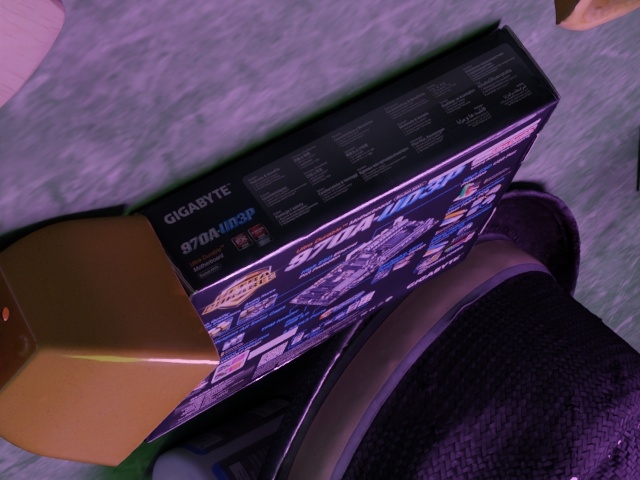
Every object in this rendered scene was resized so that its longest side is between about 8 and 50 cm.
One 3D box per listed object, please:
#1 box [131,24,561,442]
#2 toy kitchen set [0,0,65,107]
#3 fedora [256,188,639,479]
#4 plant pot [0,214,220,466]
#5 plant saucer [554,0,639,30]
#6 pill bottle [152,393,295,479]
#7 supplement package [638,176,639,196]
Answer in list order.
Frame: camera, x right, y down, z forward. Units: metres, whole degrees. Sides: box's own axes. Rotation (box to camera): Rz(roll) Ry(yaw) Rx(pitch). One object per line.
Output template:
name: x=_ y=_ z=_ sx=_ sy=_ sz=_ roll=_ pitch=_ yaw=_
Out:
box: x=0.000 y=0.000 z=0.938 sx=0.220 sy=0.051 sz=0.175 roll=-29 pitch=162 yaw=-24
toy kitchen set: x=-0.119 y=-0.134 z=0.320 sx=0.122 sy=0.166 sz=0.207 roll=30 pitch=76 yaw=-73
fedora: x=0.106 y=0.135 z=1.182 sx=0.334 sy=0.152 sz=0.334 roll=-40 pitch=147 yaw=-34
plant pot: x=-0.109 y=0.042 z=0.790 sx=0.083 sy=0.081 sz=0.081 roll=4 pitch=138 yaw=-50
plant saucer: x=0.243 y=-0.250 z=0.698 sx=0.332 sy=0.081 sz=0.333 roll=-26 pitch=161 yaw=-31
pill bottle: x=-0.033 y=0.146 z=1.220 sx=0.137 sy=0.078 sz=0.078 roll=-24 pitch=159 yaw=-35
supplement package: x=0.375 y=0.007 z=1.289 sx=0.175 sy=0.293 sz=0.177 roll=-36 pitch=164 yaw=-2
